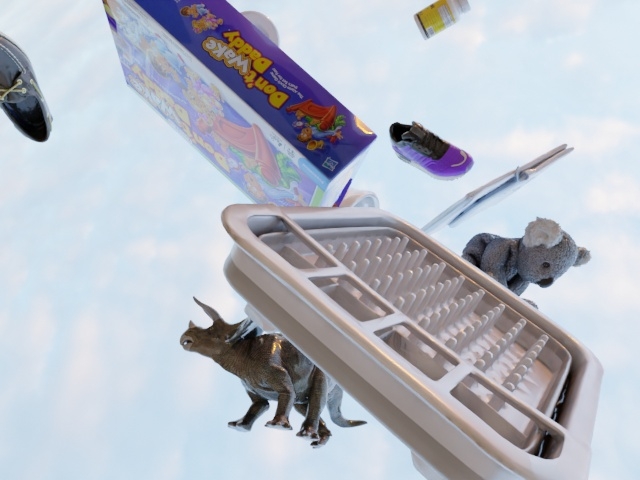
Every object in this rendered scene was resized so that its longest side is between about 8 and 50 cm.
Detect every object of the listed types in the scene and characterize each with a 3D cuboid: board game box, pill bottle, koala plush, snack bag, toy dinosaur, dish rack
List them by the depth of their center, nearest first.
[{"bbox_3d":[0.087,0.072,0.460,0.286,0.333,0.072,37,-70,23],"label":"dish rack"},{"bbox_3d":[-0.109,-0.166,0.666,0.347,0.233,0.078,43,-109,6],"label":"board game box"},{"bbox_3d":[-0.031,0.184,0.726,0.121,0.314,0.160,-32,-137,49],"label":"toy dinosaur"},{"bbox_3d":[-0.110,-0.276,0.750,0.078,0.078,0.137,-42,-151,-2],"label":"pill bottle"},{"bbox_3d":[0.431,0.040,1.129,0.221,0.196,0.203,-34,-142,39],"label":"koala plush"},{"bbox_3d":[0.270,-0.502,1.197,0.116,0.065,0.065,-25,-134,20],"label":"pill bottle"},{"bbox_3d":[0.382,-0.093,1.274,0.343,0.323,0.037,-25,-100,-27],"label":"snack bag"}]

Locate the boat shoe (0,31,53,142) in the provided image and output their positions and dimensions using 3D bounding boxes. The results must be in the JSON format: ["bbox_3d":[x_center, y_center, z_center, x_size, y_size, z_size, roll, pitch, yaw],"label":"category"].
[{"bbox_3d":[-0.533,-0.265,0.948,0.081,0.227,0.068,-21,-115,-12],"label":"boat shoe"}]

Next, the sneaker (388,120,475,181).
[{"bbox_3d":[0.308,-0.276,1.583,0.293,0.146,0.102,29,-105,41],"label":"sneaker"}]

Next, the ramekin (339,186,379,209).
[{"bbox_3d":[0.000,0.000,1.139,0.135,0.277,0.277,28,-107,21],"label":"ramekin"}]
